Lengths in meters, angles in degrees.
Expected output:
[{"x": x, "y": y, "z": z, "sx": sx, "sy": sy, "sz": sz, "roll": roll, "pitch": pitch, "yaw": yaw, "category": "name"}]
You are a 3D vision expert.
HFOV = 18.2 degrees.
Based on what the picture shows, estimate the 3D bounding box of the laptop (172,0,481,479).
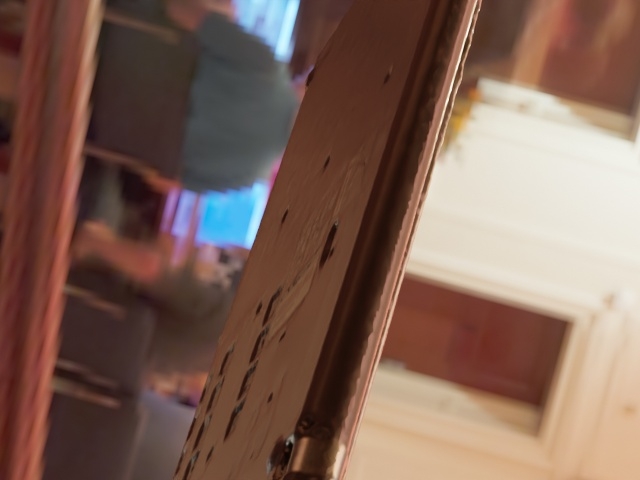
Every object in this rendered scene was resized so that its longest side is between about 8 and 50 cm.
[{"x": 0.000, "y": 0.000, "z": 0.423, "sx": 0.129, "sy": 0.016, "sz": 0.180, "roll": 128, "pitch": -16, "yaw": -56, "category": "laptop"}]
